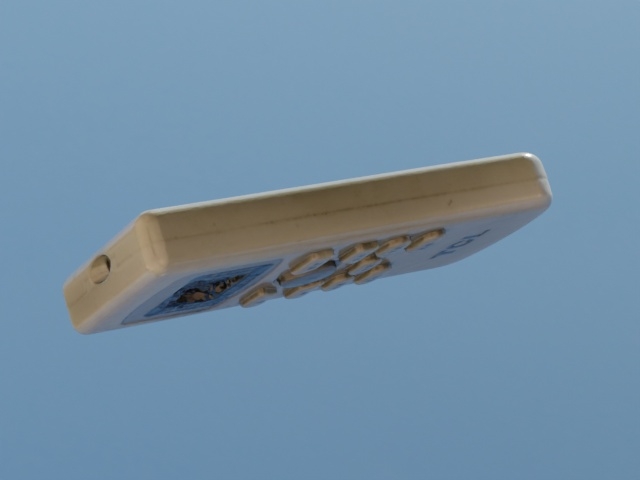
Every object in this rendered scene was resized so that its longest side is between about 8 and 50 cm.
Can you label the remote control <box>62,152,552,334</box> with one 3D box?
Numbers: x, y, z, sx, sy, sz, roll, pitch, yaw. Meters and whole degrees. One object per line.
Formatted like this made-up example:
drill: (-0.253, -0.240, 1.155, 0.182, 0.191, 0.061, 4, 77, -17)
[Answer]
remote control: (0.000, 0.000, 0.673, 0.087, 0.190, 0.029, -33, -109, 55)
